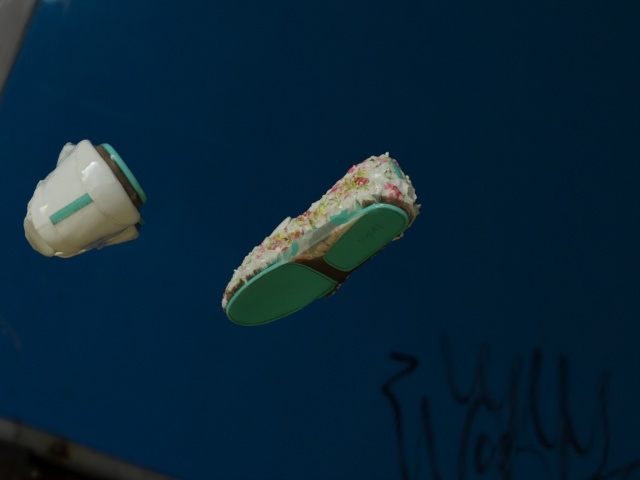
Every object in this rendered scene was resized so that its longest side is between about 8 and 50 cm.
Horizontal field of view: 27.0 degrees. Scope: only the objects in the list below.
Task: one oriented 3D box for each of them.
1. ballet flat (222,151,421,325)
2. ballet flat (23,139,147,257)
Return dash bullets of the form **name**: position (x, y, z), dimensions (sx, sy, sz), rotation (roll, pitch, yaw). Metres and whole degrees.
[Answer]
- **ballet flat**: position (0.000, 0.000, 1.251), dimensions (0.091, 0.077, 0.241), rotation (31, -50, -34)
- **ballet flat**: position (-0.277, -0.038, 1.514), dimensions (0.139, 0.139, 0.400), rotation (20, -4, -9)
